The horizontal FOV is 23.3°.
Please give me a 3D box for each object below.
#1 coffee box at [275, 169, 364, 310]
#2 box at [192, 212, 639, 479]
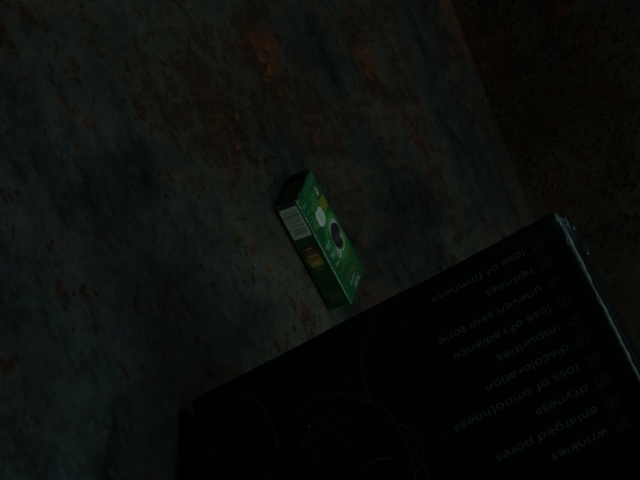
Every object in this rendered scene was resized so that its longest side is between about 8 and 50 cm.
[{"bbox_3d":[0.000,0.000,2.271,0.184,0.040,0.113,61,22,-20],"label":"coffee box"},{"bbox_3d":[0.161,0.306,1.620,0.297,0.480,0.471,55,12,-39],"label":"box"}]
